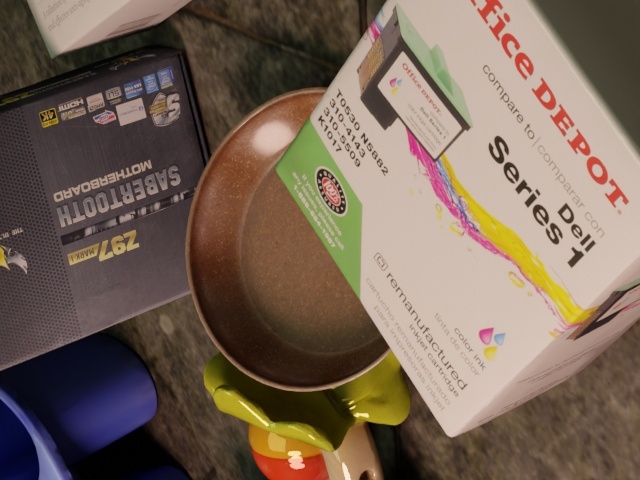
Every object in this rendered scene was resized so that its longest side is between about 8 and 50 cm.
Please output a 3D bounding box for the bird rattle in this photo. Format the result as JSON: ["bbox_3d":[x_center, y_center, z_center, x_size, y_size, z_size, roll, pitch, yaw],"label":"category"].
[{"bbox_3d":[0.011,0.152,1.376,0.207,0.143,0.253,32,150,59],"label":"bird rattle"}]

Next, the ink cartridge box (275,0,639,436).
[{"bbox_3d":[0.112,-0.048,1.049,0.201,0.117,0.278,57,147,14],"label":"ink cartridge box"}]

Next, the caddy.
[{"bbox_3d":[-0.259,0.222,1.728,0.341,0.179,0.241,-18,94,59],"label":"caddy"}]

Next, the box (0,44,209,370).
[{"bbox_3d":[-0.191,-0.023,1.410,0.059,0.233,0.183,21,127,57],"label":"box"}]

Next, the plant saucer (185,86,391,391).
[{"bbox_3d":[0.000,0.000,1.259,0.198,0.036,0.198,-4,83,34],"label":"plant saucer"}]

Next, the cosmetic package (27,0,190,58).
[{"bbox_3d":[-0.128,-0.309,1.261,0.377,0.097,0.284,-23,88,59],"label":"cosmetic package"}]
